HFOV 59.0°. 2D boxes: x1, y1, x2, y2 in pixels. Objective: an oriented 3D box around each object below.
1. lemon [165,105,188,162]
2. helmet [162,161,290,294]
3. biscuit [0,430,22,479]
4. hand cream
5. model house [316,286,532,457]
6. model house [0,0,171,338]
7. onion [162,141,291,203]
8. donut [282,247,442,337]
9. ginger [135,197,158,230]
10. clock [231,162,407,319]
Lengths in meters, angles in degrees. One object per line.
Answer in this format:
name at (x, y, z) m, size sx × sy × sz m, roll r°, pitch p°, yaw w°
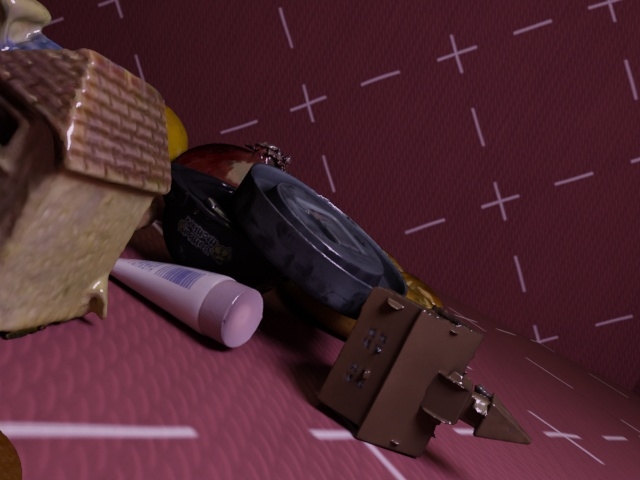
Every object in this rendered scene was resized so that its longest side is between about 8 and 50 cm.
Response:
lemon at (-0.432, -0.228, 1.351) m, size 0.236 × 0.235 × 0.263 m, roll 28°, pitch -5°, yaw 4°
helmet at (-0.169, -0.001, 0.955) m, size 0.279 × 0.160 × 0.230 m, roll 32°, pitch 13°, yaw 8°
biscuit at (-0.204, 0.148, 0.284) m, size 0.236 × 0.039 × 0.180 m, roll 29°, pitch 8°, yaw 29°
hand cream at (-0.201, 0.065, 0.782) m, size 0.248 × 0.083 × 0.133 m, roll 19°, pitch 1°, yaw 31°
model house at (0.154, 0.188, 0.732) m, size 0.248 × 0.180 × 0.176 m, roll 29°, pitch 7°, yaw 17°
model house at (-0.321, -0.097, 0.534) m, size 0.321 × 0.266 × 0.261 m, roll 37°, pitch 6°, yaw 10°
onion at (-0.171, -0.113, 1.279) m, size 0.348 × 0.285 × 0.347 m, roll 32°, pitch 25°, yaw -17°
donut at (0.083, 0.098, 1.194) m, size 0.360 × 0.170 × 0.360 m, roll 29°, pitch 8°, yaw -5°
ginger at (-0.432, -0.101, 0.886) m, size 0.354 × 0.126 × 0.190 m, roll 24°, pitch 18°, yaw -9°
clock at (0.001, 0.000, 0.905) m, size 0.319 × 0.066 × 0.319 m, roll 36°, pitch 15°, yaw -12°
